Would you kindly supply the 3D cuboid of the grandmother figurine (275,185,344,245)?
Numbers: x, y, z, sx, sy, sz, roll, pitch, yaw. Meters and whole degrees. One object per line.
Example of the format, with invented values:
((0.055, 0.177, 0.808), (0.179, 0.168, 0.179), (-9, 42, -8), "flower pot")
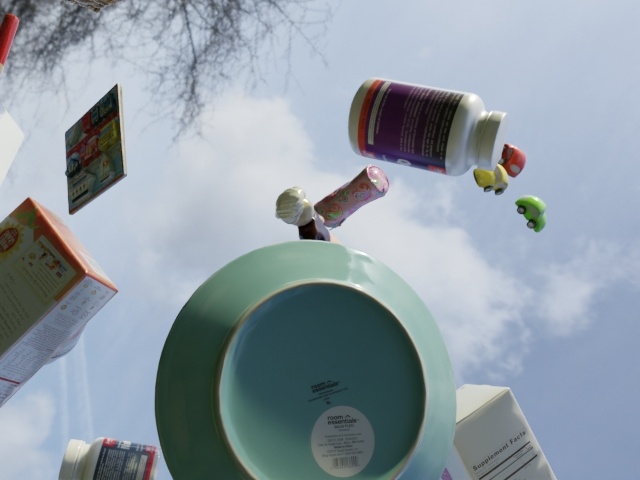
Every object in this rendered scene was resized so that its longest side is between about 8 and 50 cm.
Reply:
((0.000, 0.000, 1.451), (0.104, 0.342, 0.208), (-30, -141, 8), "grandmother figurine")

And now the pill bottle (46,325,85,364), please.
((-0.459, 0.130, 1.018), (0.216, 0.121, 0.121), (-46, -138, 45), "pill bottle")

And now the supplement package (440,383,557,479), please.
((0.358, 0.480, 1.288), (0.293, 0.175, 0.177), (63, -20, 2), "supplement package")

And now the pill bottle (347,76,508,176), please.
((0.233, -0.246, 1.323), (0.322, 0.181, 0.182), (17, -94, 23), "pill bottle")

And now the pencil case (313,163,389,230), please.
((0.107, -0.147, 2.099), (0.284, 0.124, 0.124), (-35, -131, 34), "pencil case")

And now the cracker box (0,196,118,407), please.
((-0.369, 0.084, 0.693), (0.232, 0.067, 0.155), (-45, -120, -6), "cracker box")

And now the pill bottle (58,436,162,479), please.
((-0.417, 0.451, 1.199), (0.108, 0.180, 0.108), (-166, -90, -77), "pill bottle")

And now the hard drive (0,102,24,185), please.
((-0.467, -0.186, 0.680), (0.040, 0.308, 0.203), (-16, -138, 7), "hard drive")

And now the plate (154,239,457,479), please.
((0.001, 0.088, 0.351), (0.024, 0.188, 0.188), (139, -40, -65), "plate")

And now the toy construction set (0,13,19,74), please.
((-0.679, -0.289, 0.986), (0.308, 0.257, 0.237), (8, -103, 7), "toy construction set")

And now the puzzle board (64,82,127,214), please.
((-0.234, -0.090, 0.616), (0.128, 0.011, 0.097), (-21, -109, 43), "puzzle board")

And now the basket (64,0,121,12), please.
((-0.330, -0.448, 0.757), (0.222, 0.299, 0.214), (3, -87, 34), "basket")

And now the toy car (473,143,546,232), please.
((0.489, -0.124, 1.470), (0.225, 0.239, 0.053), (54, -45, 0), "toy car")
